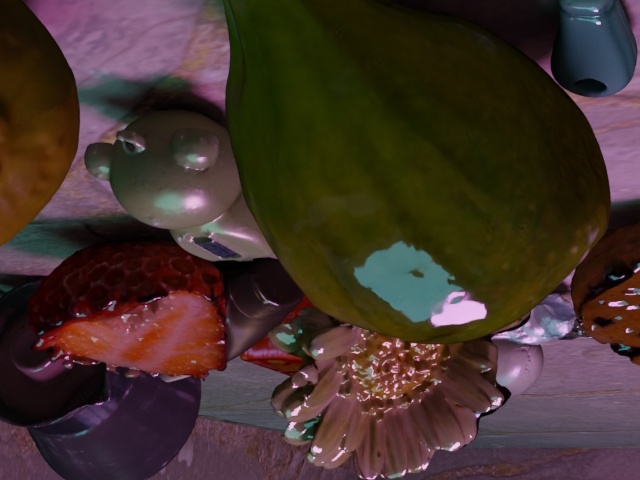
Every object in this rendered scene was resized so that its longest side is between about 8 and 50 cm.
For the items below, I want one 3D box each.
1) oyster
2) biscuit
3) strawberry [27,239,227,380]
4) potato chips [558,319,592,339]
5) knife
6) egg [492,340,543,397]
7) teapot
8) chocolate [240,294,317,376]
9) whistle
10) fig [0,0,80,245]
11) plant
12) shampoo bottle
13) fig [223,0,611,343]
[{"bbox_3d":[0.189,0.094,1.398,0.252,0.087,0.199,-12,147,31],"label":"oyster"},{"bbox_3d":[0.397,0.049,1.121,0.296,0.075,0.296,3,151,2],"label":"biscuit"},{"bbox_3d":[-0.241,0.066,1.380,0.254,0.150,0.280,3,151,-4],"label":"strawberry"},{"bbox_3d":[0.360,0.124,1.553,0.208,0.028,0.092,13,165,-16],"label":"potato chips"},{"bbox_3d":[0.142,-0.159,0.629,0.063,0.034,0.260,7,160,24],"label":"knife"},{"bbox_3d":[0.270,0.178,1.618,0.114,0.114,0.152,12,160,-19],"label":"egg"},{"bbox_3d":[-0.402,0.207,1.766,0.376,0.305,0.361,31,166,25],"label":"teapot"},{"bbox_3d":[0.021,0.145,1.618,0.235,0.107,0.237,-4,160,29],"label":"chocolate"},{"bbox_3d":[-0.091,-0.041,0.987,0.131,0.106,0.288,-6,160,30],"label":"whistle"},{"bbox_3d":[-0.284,-0.095,0.738,0.230,0.207,0.207,37,178,26],"label":"fig"},{"bbox_3d":[0.079,0.136,1.247,0.306,0.261,0.297,-26,-175,-17],"label":"plant"},{"bbox_3d":[-0.147,0.109,1.533,0.084,0.125,0.350,-26,176,-39],"label":"shampoo bottle"},{"bbox_3d":[0.042,-0.081,0.721,0.314,0.233,0.233,55,151,-7],"label":"fig"}]
